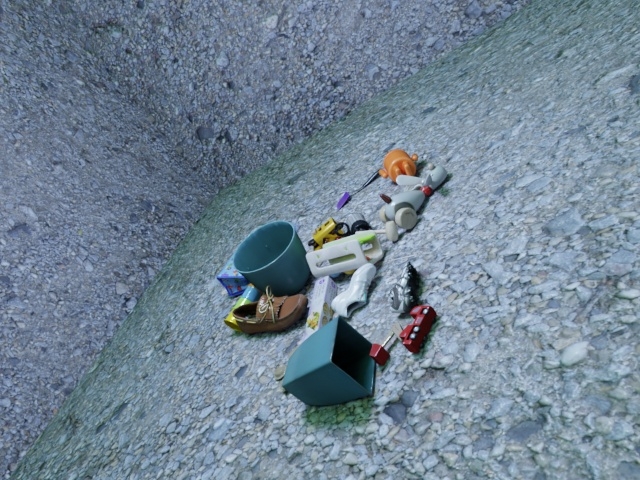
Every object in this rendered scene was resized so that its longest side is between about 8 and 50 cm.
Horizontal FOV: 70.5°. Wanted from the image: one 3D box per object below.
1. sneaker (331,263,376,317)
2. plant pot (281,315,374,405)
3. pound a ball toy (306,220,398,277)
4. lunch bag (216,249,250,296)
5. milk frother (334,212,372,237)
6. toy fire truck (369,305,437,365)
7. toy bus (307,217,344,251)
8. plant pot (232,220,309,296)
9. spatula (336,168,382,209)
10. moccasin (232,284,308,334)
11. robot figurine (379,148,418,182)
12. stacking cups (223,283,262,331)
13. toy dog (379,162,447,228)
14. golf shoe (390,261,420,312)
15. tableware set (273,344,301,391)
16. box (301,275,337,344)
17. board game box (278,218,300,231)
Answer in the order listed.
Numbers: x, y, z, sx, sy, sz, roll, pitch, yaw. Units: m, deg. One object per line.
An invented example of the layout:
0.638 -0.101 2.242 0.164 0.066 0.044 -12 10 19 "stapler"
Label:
0.136 0.178 1.560 0.212 0.080 0.094 -51 37 -7 "sneaker"
0.011 0.366 1.299 0.234 0.166 0.165 -34 24 30 "plant pot"
0.135 0.048 1.738 0.319 0.135 0.208 -17 8 42 "pound a ball toy"
-0.325 0.136 2.238 0.294 0.138 0.220 -13 32 30 "lunch bag"
0.126 -0.061 1.880 0.129 0.143 0.134 -41 23 9 "milk frother"
0.235 0.265 1.280 0.135 0.047 0.192 -9 38 51 "toy fire truck"
0.009 -0.009 1.988 0.191 0.104 0.202 -18 32 50 "toy bus"
-0.181 0.099 1.903 0.293 0.235 0.292 -21 36 17 "plant pot"
0.191 -0.262 2.264 0.297 0.030 0.084 -37 22 7 "spatula"
-0.203 0.270 1.781 0.380 0.147 0.139 -16 34 43 "moccasin"
0.356 -0.336 2.038 0.158 0.128 0.219 -61 17 23 "robot figurine"
-0.301 0.249 2.005 0.096 0.096 0.316 -8 42 50 "stacking cups"
0.342 -0.194 1.771 0.220 0.161 0.333 -11 37 47 "toy dog"
0.257 0.145 1.419 0.094 0.077 0.198 -25 27 31 "golf shoe"
-0.093 0.426 1.513 0.141 0.020 0.169 -43 23 -10 "tableware set"
0.001 0.258 1.607 0.063 0.067 0.324 -27 26 26 "box"
-0.207 -0.043 2.430 0.194 0.060 0.194 -16 34 42 "board game box"
